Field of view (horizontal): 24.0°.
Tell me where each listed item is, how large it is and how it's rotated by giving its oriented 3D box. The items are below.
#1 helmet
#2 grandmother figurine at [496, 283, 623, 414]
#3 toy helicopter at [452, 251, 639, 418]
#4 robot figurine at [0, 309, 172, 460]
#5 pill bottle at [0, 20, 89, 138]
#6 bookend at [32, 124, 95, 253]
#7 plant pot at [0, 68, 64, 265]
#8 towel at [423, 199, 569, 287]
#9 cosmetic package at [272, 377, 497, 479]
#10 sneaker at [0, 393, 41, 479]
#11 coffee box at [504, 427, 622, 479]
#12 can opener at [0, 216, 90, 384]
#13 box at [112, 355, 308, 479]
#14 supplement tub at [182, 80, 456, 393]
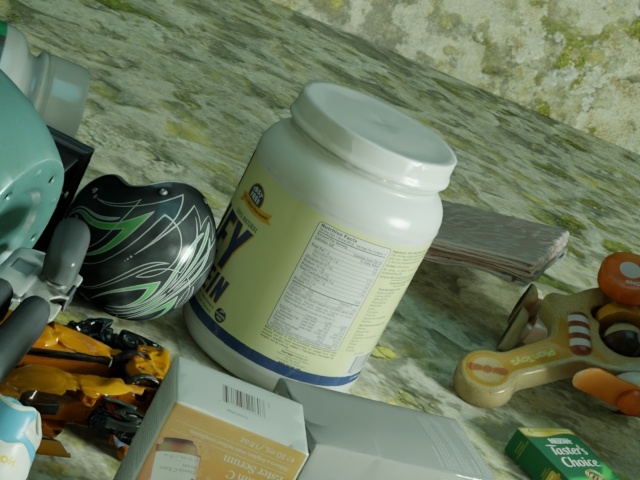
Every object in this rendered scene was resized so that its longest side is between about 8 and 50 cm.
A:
[{"bbox_3d":[-0.202,0.009,1.718,0.161,0.169,0.169,14,9,36],"label":"helmet"},{"bbox_3d":[0.437,0.191,2.224,0.342,0.104,0.208,31,47,2],"label":"grandmother figurine"},{"bbox_3d":[0.347,0.168,2.040,0.355,0.140,0.235,-13,50,-23],"label":"toy helicopter"},{"bbox_3d":[-0.252,0.142,1.457,0.291,0.085,0.211,14,24,-32],"label":"robot figurine"},{"bbox_3d":[-0.480,-0.194,1.824,0.361,0.204,0.204,20,21,-21],"label":"pill bottle"},{"bbox_3d":[-0.334,-0.033,1.681,0.072,0.157,0.156,27,19,-1],"label":"bookend"},{"bbox_3d":[-0.401,-0.069,1.497,0.235,0.293,0.293,33,20,9],"label":"plant pot"},{"bbox_3d":[0.214,-0.005,2.361,0.317,0.053,0.332,14,13,17],"label":"towel"},{"bbox_3d":[0.053,0.237,1.593,0.238,0.107,0.127,14,23,-25],"label":"cosmetic package"},{"bbox_3d":[-0.272,0.174,1.240,0.087,0.092,0.229,29,-13,-12],"label":"sneaker"},{"bbox_3d":[0.325,0.302,1.867,0.113,0.040,0.184,8,27,-42],"label":"coffee box"},{"bbox_3d":[-0.280,0.048,1.387,0.076,0.095,0.283,25,19,-1],"label":"can opener"},{"bbox_3d":[-0.106,0.212,1.339,0.130,0.170,0.091,22,19,-13],"label":"box"},{"bbox_3d":[0.000,0.000,1.780,0.235,0.325,0.235,24,19,-9],"label":"supplement tub"}]
